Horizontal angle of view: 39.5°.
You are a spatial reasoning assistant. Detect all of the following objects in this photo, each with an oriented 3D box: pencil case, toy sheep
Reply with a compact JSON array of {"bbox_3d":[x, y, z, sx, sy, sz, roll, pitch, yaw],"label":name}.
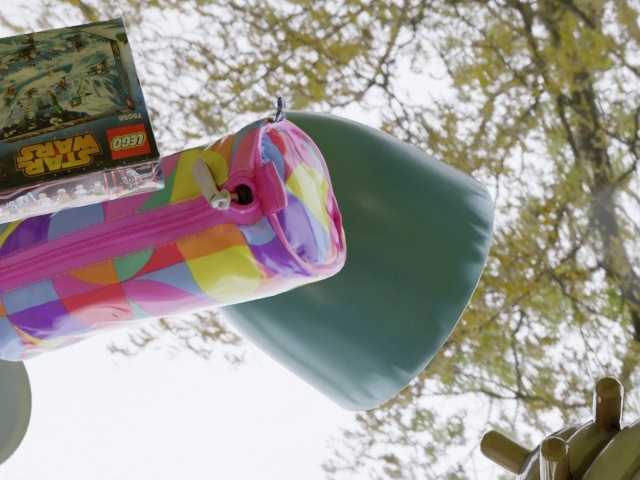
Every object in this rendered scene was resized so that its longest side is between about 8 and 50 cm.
[{"bbox_3d":[-0.101,0.002,0.512,0.236,0.104,0.104,-18,-132,25],"label":"pencil case"},{"bbox_3d":[0.111,0.099,0.307,0.132,0.091,0.091,32,-100,40],"label":"toy sheep"}]

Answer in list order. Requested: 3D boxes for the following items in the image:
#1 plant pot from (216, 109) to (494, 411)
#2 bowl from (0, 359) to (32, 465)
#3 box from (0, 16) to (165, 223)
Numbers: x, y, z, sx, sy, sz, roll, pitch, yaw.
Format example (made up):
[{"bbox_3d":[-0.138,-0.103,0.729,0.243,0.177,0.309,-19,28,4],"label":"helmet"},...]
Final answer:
[{"bbox_3d":[0.000,0.000,0.955,0.293,0.235,0.293,-50,-160,25],"label":"plant pot"},{"bbox_3d":[-0.652,0.270,1.513,0.134,0.298,0.298,-23,-134,30],"label":"bowl"},{"bbox_3d":[-0.151,-0.054,0.423,0.137,0.027,0.094,-13,-120,-12],"label":"box"}]
